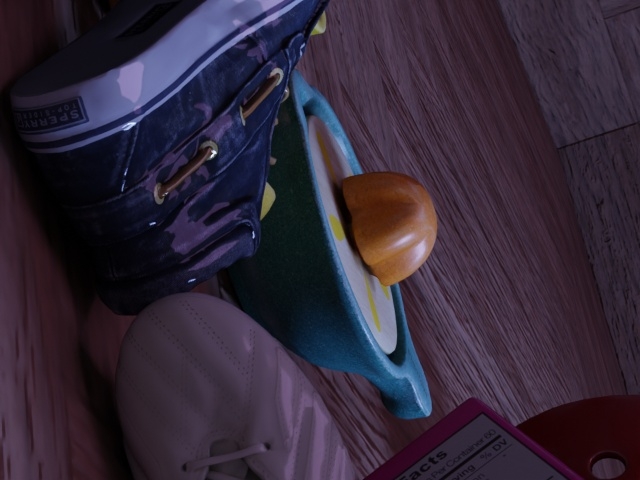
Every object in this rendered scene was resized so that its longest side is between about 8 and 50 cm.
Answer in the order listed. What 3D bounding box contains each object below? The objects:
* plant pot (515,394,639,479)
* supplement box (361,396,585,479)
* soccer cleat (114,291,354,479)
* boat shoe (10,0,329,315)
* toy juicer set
[{"bbox_3d":[0.180,0.212,1.037,0.174,0.191,0.191,-89,158,-53],"label":"plant pot"},{"bbox_3d":[0.089,0.166,0.633,0.220,0.114,0.111,38,-22,54],"label":"supplement box"},{"bbox_3d":[-0.017,0.112,0.558,0.076,0.068,0.196,-48,122,-74],"label":"soccer cleat"},{"bbox_3d":[-0.038,-0.048,0.632,0.183,0.065,0.083,-45,124,-50],"label":"boat shoe"},{"bbox_3d":[0.000,0.000,0.753,0.209,0.089,0.329,2,71,-79],"label":"toy juicer set"}]
